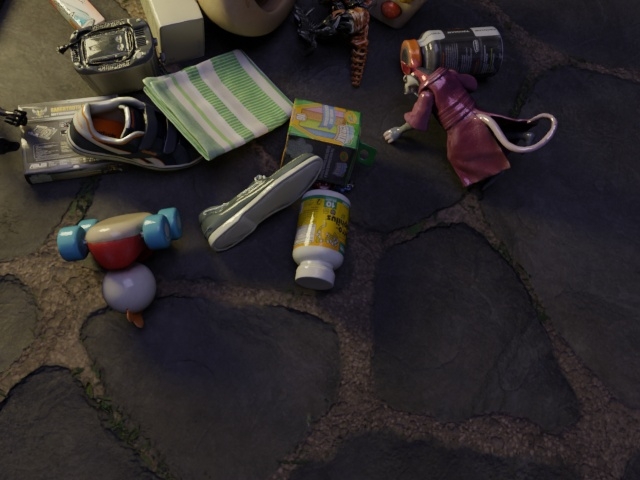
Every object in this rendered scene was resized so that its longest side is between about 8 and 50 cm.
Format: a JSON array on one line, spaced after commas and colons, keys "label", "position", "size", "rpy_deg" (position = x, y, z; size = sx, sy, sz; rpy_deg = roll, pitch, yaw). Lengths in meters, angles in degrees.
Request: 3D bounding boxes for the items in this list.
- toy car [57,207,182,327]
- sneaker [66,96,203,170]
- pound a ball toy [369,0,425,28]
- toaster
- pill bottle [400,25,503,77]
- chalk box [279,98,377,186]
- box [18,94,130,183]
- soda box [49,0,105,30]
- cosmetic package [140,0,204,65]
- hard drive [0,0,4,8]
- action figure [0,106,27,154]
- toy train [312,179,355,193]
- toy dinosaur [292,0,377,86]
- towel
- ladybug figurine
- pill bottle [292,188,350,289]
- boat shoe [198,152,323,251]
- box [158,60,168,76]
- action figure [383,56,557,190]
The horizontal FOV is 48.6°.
[{"label": "toy car", "position": [-0.408, 0.067, 1.517], "size": [0.219, 0.210, 0.238], "rpy_deg": [-7, 99, 3]}, {"label": "sneaker", "position": [-0.394, -0.238, 1.594], "size": [0.321, 0.127, 0.126], "rpy_deg": [0, 66, -30]}, {"label": "pound a ball toy", "position": [0.184, -0.670, 1.808], "size": [0.208, 0.319, 0.136], "rpy_deg": [25, 66, -15]}, {"label": "toaster", "position": [-0.484, -0.425, 1.671], "size": [0.226, 0.146, 0.129], "rpy_deg": [-13, 75, -2]}, {"label": "pill bottle", "position": [0.333, -0.480, 1.831], "size": [0.245, 0.130, 0.131], "rpy_deg": [-7, 70, -11]}, {"label": "chalk box", "position": [0.025, -0.227, 1.675], "size": [0.213, 0.132, 0.132], "rpy_deg": [12, 51, -5]}, {"label": "box", "position": [-0.573, -0.237, 1.648], "size": [0.231, 0.056, 0.183], "rpy_deg": [-10, 70, -12]}, {"label": "soda box", "position": [-0.615, -0.581, 1.773], "size": [0.063, 0.058, 0.183], "rpy_deg": [-40, 78, -20]}, {"label": "cosmetic package", "position": [-0.389, -0.616, 1.766], "size": [0.113, 0.160, 0.310], "rpy_deg": [-18, 74, -15]}, {"label": "hard drive", "position": [-0.892, -0.687, 1.773], "size": [0.236, 0.064, 0.339], "rpy_deg": [15, 67, -3]}, {"label": "action figure", "position": [-0.789, -0.301, 1.579], "size": [0.275, 0.141, 0.164], "rpy_deg": [26, 85, 17]}, {"label": "toy train", "position": [0.006, -0.136, 1.708], "size": [0.158, 0.027, 0.036], "rpy_deg": [5, 71, -6]}, {"label": "toy dinosaur", "position": [0.048, -0.561, 1.788], "size": [0.218, 0.164, 0.322], "rpy_deg": [-15, 79, -2]}, {"label": "towel", "position": [-0.227, -0.334, 1.680], "size": [0.248, 0.038, 0.325], "rpy_deg": [47, 45, 9]}, {"label": "ladybug figurine", "position": [-0.178, -0.691, 1.775], "size": [0.161, 0.305, 0.449], "rpy_deg": [4, 47, 30]}, {"label": "pill bottle", "position": [0.000, 0.000, 1.607], "size": [0.117, 0.117, 0.209], "rpy_deg": [10, 68, -4]}, {"label": "boat shoe", "position": [-0.140, -0.108, 1.606], "size": [0.319, 0.116, 0.099], "rpy_deg": [-38, 65, 1]}, {"label": "box", "position": [-0.419, -0.414, 1.758], "size": [0.067, 0.018, 0.083], "rpy_deg": [-32, 77, -18]}, {"label": "action figure", "position": [0.324, -0.298, 1.699], "size": [0.370, 0.275, 0.248], "rpy_deg": [46, 76, -5]}]
